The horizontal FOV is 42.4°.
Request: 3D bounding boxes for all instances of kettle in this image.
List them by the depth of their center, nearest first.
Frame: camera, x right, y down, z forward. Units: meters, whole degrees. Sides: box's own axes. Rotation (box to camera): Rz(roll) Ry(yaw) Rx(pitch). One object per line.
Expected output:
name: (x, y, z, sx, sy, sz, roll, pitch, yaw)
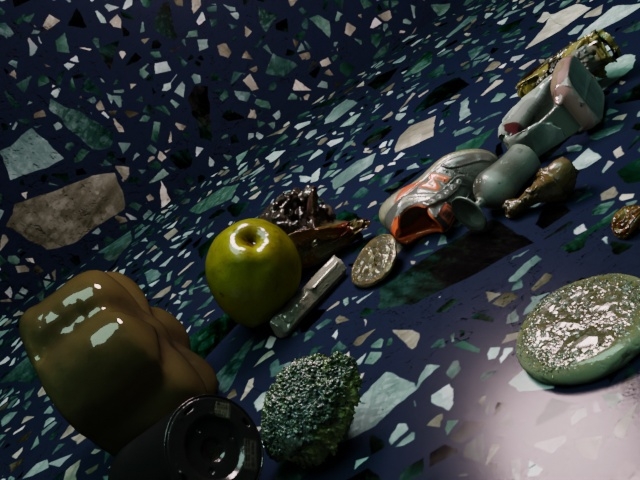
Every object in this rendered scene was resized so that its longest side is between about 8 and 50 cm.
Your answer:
kettle: (-0.263, 0.467, 1.592, 0.203, 0.262, 0.308, -12, -17, -42)

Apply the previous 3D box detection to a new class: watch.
watch: (0.568, -0.313, 2.072, 0.241, 0.162, 0.253, -33, 18, 39)

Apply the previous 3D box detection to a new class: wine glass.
wine glass: (0.418, -0.129, 1.945, 0.231, 0.103, 0.103, -42, 23, -23)

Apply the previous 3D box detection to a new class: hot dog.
hot dog: (0.602, -0.041, 1.601, 0.083, 0.035, 0.058, -41, 27, -14)

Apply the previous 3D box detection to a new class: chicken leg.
chicken leg: (0.490, -0.106, 1.840, 0.198, 0.085, 0.069, -37, 43, 32)

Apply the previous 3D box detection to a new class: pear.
pear: (-0.171, 0.087, 2.109, 0.252, 0.307, 0.253, -1, 45, 1)

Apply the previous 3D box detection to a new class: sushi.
sushi: (0.663, -0.438, 2.185, 0.291, 0.139, 0.131, -34, 12, 39)

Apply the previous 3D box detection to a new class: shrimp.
shrimp: (0.000, 0.001, 2.230, 0.294, 0.154, 0.062, -25, 51, 7)

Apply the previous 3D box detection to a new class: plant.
plant: (-0.067, -0.049, 2.359, 0.234, 0.204, 0.178, -24, 28, 40)

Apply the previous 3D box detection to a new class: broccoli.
broccoli: (-0.019, 0.320, 1.579, 0.226, 0.176, 0.198, -33, 38, -19)

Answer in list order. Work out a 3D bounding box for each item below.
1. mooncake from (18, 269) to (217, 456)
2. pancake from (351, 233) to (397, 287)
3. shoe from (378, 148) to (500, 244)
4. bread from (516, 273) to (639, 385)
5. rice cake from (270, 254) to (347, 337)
mooncake: (-0.460, 0.276, 1.914, 0.262, 0.467, 0.467, -40, 23, 1)
pancake: (0.134, 0.053, 2.040, 0.158, 0.028, 0.158, -38, 33, 30)
shoe: (0.301, -0.096, 2.022, 0.336, 0.132, 0.171, -32, 28, 13)
bread: (0.459, 0.145, 1.430, 0.267, 0.040, 0.267, -29, 23, 14)
rice cake: (-0.028, 0.142, 2.087, 0.256, 0.057, 0.052, -45, 23, -24)
